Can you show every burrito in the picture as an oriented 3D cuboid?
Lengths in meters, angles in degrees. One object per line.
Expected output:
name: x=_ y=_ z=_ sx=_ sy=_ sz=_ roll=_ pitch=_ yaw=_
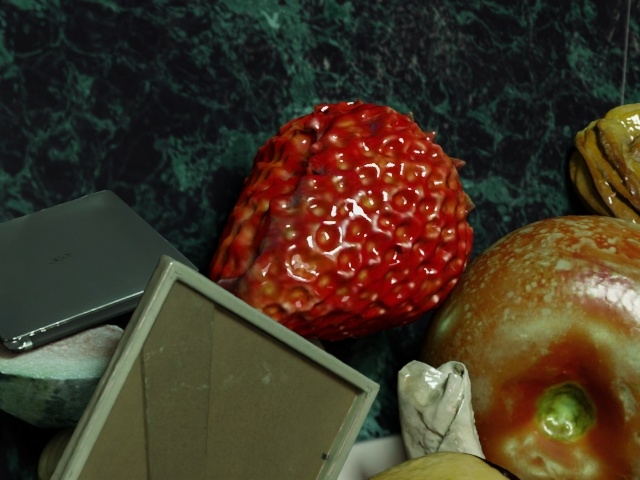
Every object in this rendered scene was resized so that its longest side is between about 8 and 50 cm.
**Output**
burrito: x=0.119 y=0.225 z=1.570 sx=0.059 sy=0.082 sz=0.275 roll=-34 pitch=114 yaw=-55

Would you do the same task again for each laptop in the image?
laptop: x=-0.195 y=0.021 z=1.501 sx=0.180 sy=0.016 sz=0.129 roll=-19 pitch=47 yaw=-39

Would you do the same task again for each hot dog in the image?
hot dog: x=0.355 y=-0.015 z=1.878 sx=0.196 sy=0.122 sz=0.272 roll=-43 pitch=101 yaw=-36

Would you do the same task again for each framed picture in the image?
framed picture: x=-0.100 y=0.202 z=1.431 sx=0.240 sy=0.020 sz=0.324 roll=32 pitch=77 yaw=-39

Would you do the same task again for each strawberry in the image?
strawberry: x=0.000 y=0.000 z=1.559 sx=0.244 sy=0.205 sz=0.205 roll=-35 pitch=94 yaw=-45

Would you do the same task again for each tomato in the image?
tomato: x=0.222 y=0.108 z=1.644 sx=0.270 sy=0.270 sz=0.222 roll=55 pitch=28 yaw=-6

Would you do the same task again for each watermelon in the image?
watermelon: x=-0.191 y=0.092 z=1.454 sx=0.180 sy=0.081 sz=0.094 roll=15 pitch=53 yaw=15

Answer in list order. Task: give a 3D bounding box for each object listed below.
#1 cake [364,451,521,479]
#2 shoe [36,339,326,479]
cake: x=0.074 y=0.270 z=1.467 sx=0.208 sy=0.185 sz=0.178 roll=34 pitch=40 yaw=23
shoe: x=-0.088 y=0.136 z=1.524 sx=0.275 sy=0.098 sz=0.103 roll=-33 pitch=96 yaw=-39
